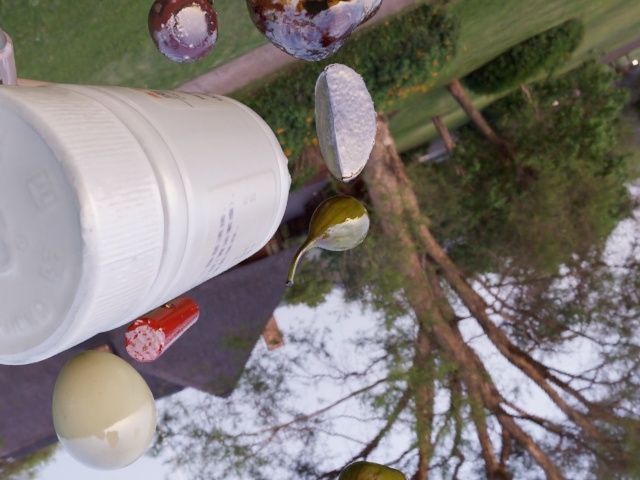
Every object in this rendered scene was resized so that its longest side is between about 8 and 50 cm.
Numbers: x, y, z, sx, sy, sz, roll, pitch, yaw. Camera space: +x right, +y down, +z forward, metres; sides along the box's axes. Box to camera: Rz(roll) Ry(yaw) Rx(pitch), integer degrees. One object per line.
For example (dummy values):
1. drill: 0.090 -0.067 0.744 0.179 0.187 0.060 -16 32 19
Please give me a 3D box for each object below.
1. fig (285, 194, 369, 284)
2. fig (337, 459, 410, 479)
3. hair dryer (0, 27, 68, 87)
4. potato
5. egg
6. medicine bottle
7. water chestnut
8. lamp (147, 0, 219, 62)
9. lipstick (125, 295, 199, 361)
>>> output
1. fig: 0.000 0.000 1.381 0.236 0.124 0.124 -42 -177 -12
2. fig: 0.092 0.534 1.163 0.151 0.259 0.151 8 157 3
3. hair dryer: -0.349 -0.200 0.756 0.195 0.054 0.220 -1 168 -36
4. potato: 0.052 -0.275 1.479 0.120 0.261 0.100 -19 -158 -27
5. egg: -0.430 0.330 1.282 0.188 0.254 0.188 -25 153 -14
6. medicine bottle: -0.167 -0.035 0.555 0.190 0.190 0.332 -21 -176 19
7. water chestnut: -0.016 -0.588 1.438 0.335 0.335 0.347 -21 154 -6
8. lamp: -0.307 -0.474 1.436 0.157 0.156 0.135 -7 -164 -36
9. lipstick: -0.272 0.146 1.139 0.073 0.073 0.280 -21 -177 1
